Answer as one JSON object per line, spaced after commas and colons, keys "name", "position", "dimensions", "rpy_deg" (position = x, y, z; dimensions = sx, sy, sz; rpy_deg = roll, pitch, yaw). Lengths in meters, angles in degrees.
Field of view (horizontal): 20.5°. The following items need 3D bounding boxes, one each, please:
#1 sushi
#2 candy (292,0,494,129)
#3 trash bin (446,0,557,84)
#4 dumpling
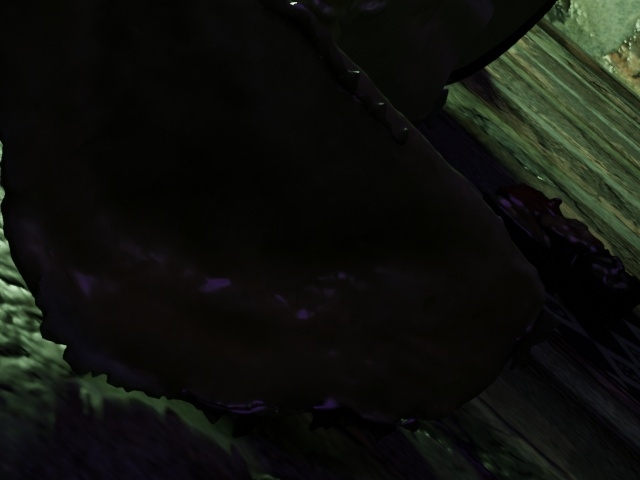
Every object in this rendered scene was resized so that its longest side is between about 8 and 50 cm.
{"name": "sushi", "position": [0.164, 0.002, 1.262], "dimensions": [0.219, 0.047, 0.231], "rpy_deg": [39, 15, 1]}
{"name": "candy", "position": [0.013, -0.172, 1.249], "dimensions": [0.185, 0.137, 0.195], "rpy_deg": [45, 14, 23]}
{"name": "trash bin", "position": [0.026, -0.368, 1.597], "dimensions": [0.432, 0.280, 0.280], "rpy_deg": [48, 17, 20]}
{"name": "dumpling", "position": [-0.050, -0.026, 0.668], "dimensions": [0.332, 0.166, 0.086], "rpy_deg": [49, -9, -31]}
